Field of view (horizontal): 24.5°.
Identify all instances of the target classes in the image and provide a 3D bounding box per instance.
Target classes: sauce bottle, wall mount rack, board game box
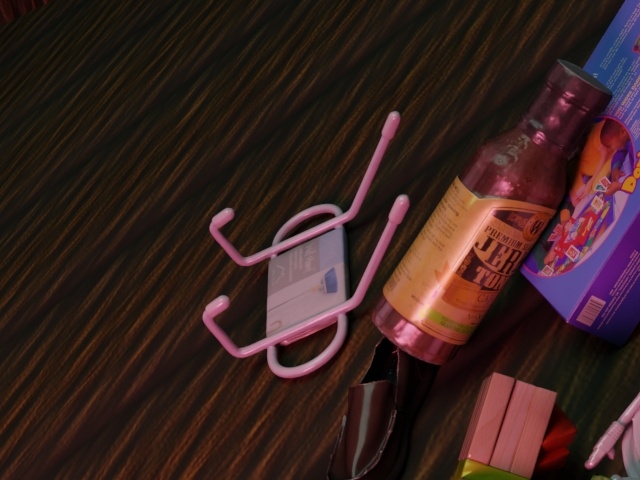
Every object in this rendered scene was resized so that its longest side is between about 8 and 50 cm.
[{"bbox_3d":[0.182,-0.030,1.550,0.344,0.111,0.111,-59,24,18],"label":"sauce bottle"},{"bbox_3d":[0.000,0.000,1.852,0.304,0.130,0.350,-27,31,16],"label":"wall mount rack"},{"bbox_3d":[0.330,-0.094,1.545,0.347,0.078,0.233,-59,26,13],"label":"board game box"}]

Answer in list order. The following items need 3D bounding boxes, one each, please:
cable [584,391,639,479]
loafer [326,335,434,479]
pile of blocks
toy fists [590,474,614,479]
[{"bbox_3d":[0.387,0.160,1.252,0.257,0.089,0.257,10,51,51],"label":"cable"},{"bbox_3d":[0.051,0.186,1.575,0.080,0.078,0.220,-14,35,34],"label":"loafer"},{"bbox_3d":[0.160,0.286,1.317,0.113,0.149,0.362,18,58,4],"label":"pile of blocks"},{"bbox_3d":[0.267,0.291,1.138,0.279,0.096,0.142,26,66,41],"label":"toy fists"}]
